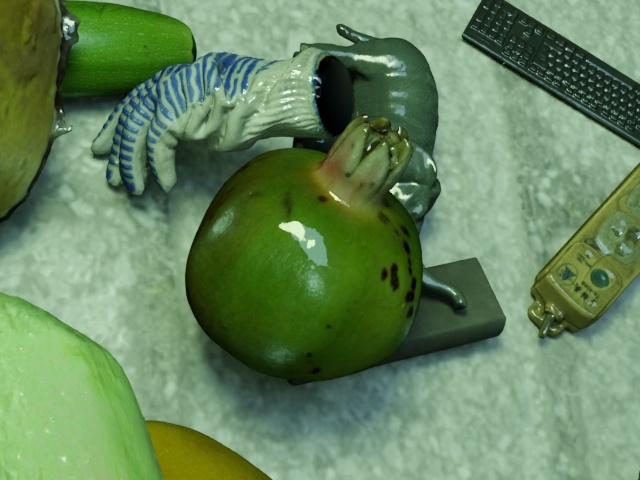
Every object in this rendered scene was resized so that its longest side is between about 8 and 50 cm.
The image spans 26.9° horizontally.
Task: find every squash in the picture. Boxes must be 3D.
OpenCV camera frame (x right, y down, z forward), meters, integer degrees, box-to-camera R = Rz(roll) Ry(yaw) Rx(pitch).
[{"bbox_3d":[-0.237,-0.152,1.072,0.292,0.082,0.082,-5,70,-18],"label":"squash"}]

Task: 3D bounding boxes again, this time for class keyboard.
[{"bbox_3d":[0.228,-0.158,1.243,0.202,0.011,0.067,31,62,-2],"label":"keyboard"}]

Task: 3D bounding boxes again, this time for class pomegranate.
[{"bbox_3d":[0.000,0.000,0.968,0.180,0.209,0.180,21,36,-16],"label":"pomegranate"}]

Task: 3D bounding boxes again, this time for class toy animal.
[{"bbox_3d":[0.038,-0.067,1.108,0.137,0.082,0.269,0,64,-12],"label":"toy animal"}]

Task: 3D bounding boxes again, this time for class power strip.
[{"bbox_3d":[0.281,-0.020,1.182,0.064,0.044,0.305,44,64,4],"label":"power strip"}]

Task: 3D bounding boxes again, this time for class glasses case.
[{"bbox_3d":[0.053,0.065,1.085,0.191,0.042,0.072,-12,61,-19],"label":"glasses case"}]

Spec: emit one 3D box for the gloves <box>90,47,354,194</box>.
[{"bbox_3d":[-0.084,-0.098,1.043,0.119,0.229,0.097,-14,87,-66],"label":"gloves"}]

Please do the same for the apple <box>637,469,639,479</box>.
[{"bbox_3d":[0.291,0.277,0.928,0.292,0.292,0.254,-23,48,-23],"label":"apple"}]

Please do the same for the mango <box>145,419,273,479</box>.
[{"bbox_3d":[-0.066,0.231,0.943,0.138,0.113,0.253,-40,81,-26],"label":"mango"}]

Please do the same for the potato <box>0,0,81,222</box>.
[{"bbox_3d":[-0.329,-0.121,0.867,0.290,0.296,0.397,29,86,0],"label":"potato"}]

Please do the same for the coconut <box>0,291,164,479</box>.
[{"bbox_3d":[-0.229,0.205,0.815,0.328,0.281,0.328,0,68,0],"label":"coconut"}]
